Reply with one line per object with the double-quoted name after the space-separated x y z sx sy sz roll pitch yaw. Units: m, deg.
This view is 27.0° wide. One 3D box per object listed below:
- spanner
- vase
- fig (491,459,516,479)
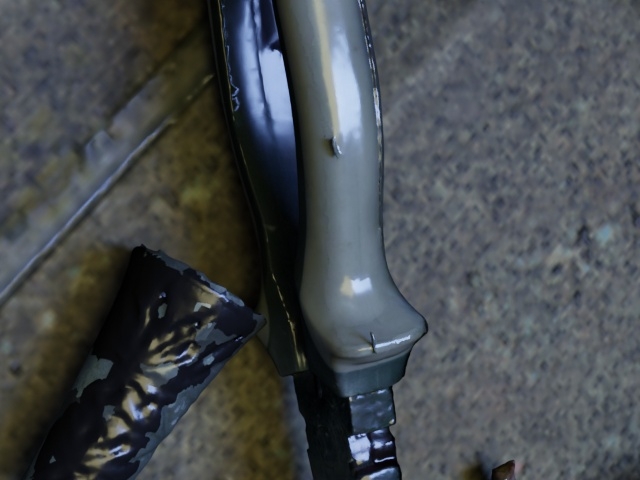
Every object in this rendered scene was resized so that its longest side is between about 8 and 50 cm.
0.000 0.000 0.502 0.040 0.096 0.324 -14 101 -25 "spanner"
-0.087 0.085 0.488 0.059 0.059 0.167 36 79 -26 "vase"
0.191 0.178 0.603 0.202 0.148 0.149 -9 61 8 "fig"
